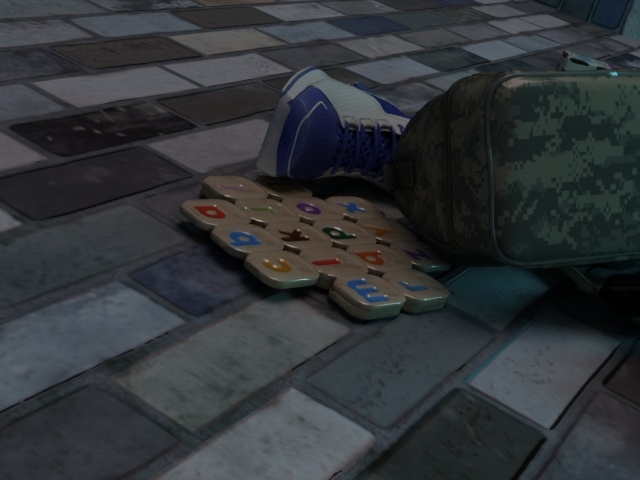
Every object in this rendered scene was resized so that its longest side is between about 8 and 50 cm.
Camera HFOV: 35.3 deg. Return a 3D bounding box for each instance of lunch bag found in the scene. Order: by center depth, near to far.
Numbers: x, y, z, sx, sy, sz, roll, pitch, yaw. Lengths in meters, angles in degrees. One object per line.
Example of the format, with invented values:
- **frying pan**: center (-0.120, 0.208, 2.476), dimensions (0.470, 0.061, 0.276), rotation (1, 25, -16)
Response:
- **lunch bag**: center (0.254, -0.083, 1.135), dimensions (0.305, 0.212, 0.256), rotation (-5, 7, -20)

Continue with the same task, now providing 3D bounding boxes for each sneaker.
- **sneaker**: center (0.068, -0.124, 1.253), dimensions (0.182, 0.127, 0.315), rotation (26, 18, 19)

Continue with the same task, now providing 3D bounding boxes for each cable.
- **cable**: center (0.375, 0.033, 1.072), dimensions (0.139, 0.072, 0.287), rotation (17, -16, 18)

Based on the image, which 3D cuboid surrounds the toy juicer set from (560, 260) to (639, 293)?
- **toy juicer set**: center (0.365, -0.033, 1.325), dimensions (0.329, 0.089, 0.209), rotation (-10, 36, -45)

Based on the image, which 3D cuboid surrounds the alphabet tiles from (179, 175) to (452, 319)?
- **alphabet tiles**: center (0.000, 0.000, 1.089), dimensions (0.278, 0.021, 0.284), rotation (-4, 32, -45)

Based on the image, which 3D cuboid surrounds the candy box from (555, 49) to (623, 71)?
- **candy box**: center (0.498, -0.211, 1.713), dimensions (0.233, 0.159, 0.071), rotation (18, 22, -1)
